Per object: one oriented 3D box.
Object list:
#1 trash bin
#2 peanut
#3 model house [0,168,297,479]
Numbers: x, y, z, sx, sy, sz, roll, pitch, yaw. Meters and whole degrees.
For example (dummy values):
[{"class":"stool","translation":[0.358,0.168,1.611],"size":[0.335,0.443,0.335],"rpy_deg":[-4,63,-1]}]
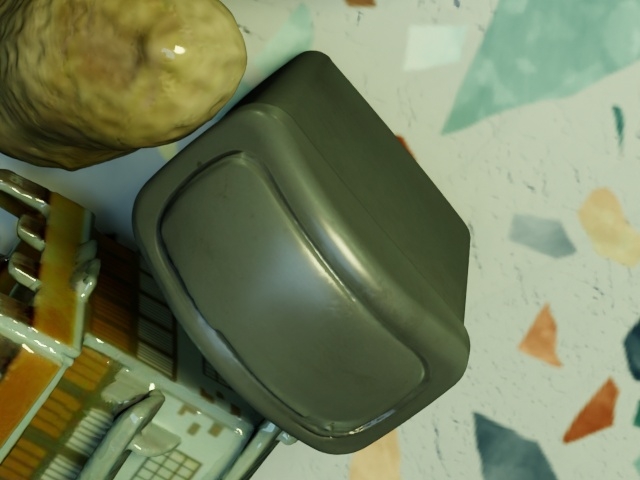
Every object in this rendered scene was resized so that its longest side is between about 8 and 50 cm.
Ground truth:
[{"class":"trash bin","translation":[0.000,0.000,0.894],"size":[0.101,0.236,0.176],"rpy_deg":[-39,100,18]},{"class":"peanut","translation":[-0.116,-0.095,0.903],"size":[0.120,0.236,0.110],"rpy_deg":[43,68,-26]},{"class":"model house","translation":[-0.144,0.105,0.973],"size":[0.215,0.198,0.224],"rpy_deg":[31,109,-20]}]
